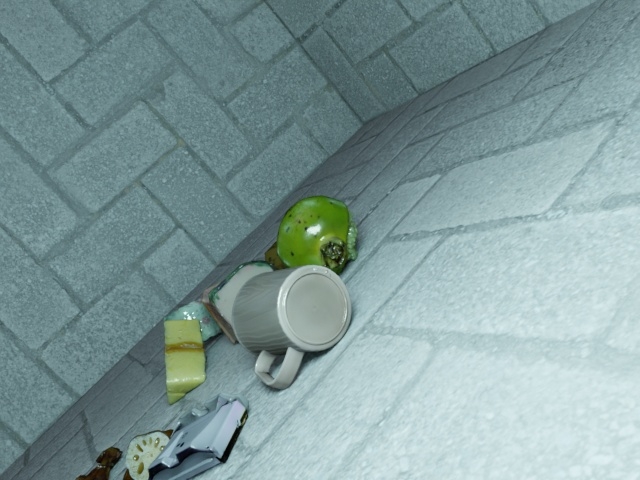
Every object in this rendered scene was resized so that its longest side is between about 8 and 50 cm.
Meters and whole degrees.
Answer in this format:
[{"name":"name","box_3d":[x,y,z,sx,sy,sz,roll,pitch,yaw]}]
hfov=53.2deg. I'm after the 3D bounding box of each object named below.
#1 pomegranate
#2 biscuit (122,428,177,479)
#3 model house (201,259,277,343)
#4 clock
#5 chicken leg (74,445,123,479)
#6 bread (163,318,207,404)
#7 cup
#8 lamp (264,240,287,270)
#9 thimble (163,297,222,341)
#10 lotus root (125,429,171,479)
[{"name":"pomegranate","box_3d":[0.000,0.000,1.891,0.260,0.260,0.340,-41,15,-2]},{"name":"biscuit","box_3d":[-0.462,0.585,1.732,0.188,0.027,0.188,-38,12,10]},{"name":"model house","box_3d":[-0.257,0.186,2.077,0.237,0.202,0.237,-47,14,-24]},{"name":"clock","box_3d":[-0.286,0.465,1.488,0.253,0.083,0.186,-34,15,28]},{"name":"chicken leg","box_3d":[-0.633,0.676,1.830,0.113,0.093,0.304,-22,6,5]},{"name":"bread","box_3d":[-0.459,0.378,2.074,0.178,0.142,0.266,-28,46,7]},{"name":"cup","box_3d":[-0.094,0.194,1.555,0.288,0.208,0.273,-47,15,-29]},{"name":"lamp","box_3d":[-0.094,0.062,2.140,0.185,0.161,0.161,-22,22,52]},{"name":"thimble","box_3d":[-0.461,0.308,2.301,0.185,0.149,0.211,-27,-5,-36]},{"name":"lotus root","box_3d":[-0.427,0.539,1.603,0.122,0.112,0.081,-12,-9,-21]}]
